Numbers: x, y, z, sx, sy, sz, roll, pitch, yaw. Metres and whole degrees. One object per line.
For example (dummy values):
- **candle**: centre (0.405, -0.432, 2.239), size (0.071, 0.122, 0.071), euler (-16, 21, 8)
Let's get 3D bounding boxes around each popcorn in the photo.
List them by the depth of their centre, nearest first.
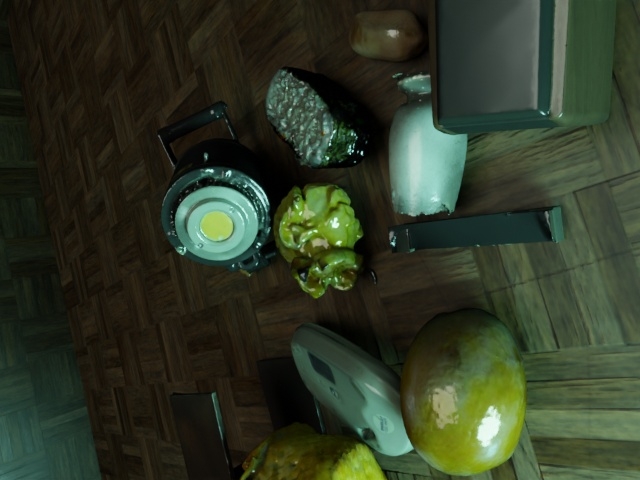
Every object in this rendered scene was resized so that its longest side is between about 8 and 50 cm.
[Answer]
- **popcorn**: centre (0.006, -0.008, 0.830), size (0.168, 0.174, 0.195), euler (-48, 51, 15)

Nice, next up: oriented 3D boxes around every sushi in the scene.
- **sushi**: centre (0.000, -0.215, 0.804), size (0.225, 0.127, 0.124), euler (52, 131, 36)

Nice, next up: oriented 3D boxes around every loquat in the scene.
- **loquat**: centre (0.198, 0.206, 0.641), size (0.179, 0.179, 0.227), euler (10, 96, 44)

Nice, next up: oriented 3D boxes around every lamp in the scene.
- **lamp**: centre (-0.206, -0.089, 0.915), size (0.272, 0.205, 0.373), euler (-106, -9, -81)

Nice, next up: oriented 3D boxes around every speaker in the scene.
- **speaker**: centre (0.231, -0.243, 0.523), size (0.153, 0.193, 0.230), euler (7, 106, 44)

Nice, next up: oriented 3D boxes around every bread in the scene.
- **bread**: centre (0.010, 0.495, 0.767), size (0.204, 0.336, 0.358), euler (-23, 109, 30)

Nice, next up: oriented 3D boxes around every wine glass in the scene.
- **wine glass**: centre (0.155, -0.137, 0.668), size (0.111, 0.111, 0.204), euler (7, 97, 45)

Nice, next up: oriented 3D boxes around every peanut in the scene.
- **peanut**: centre (0.102, -0.324, 0.724), size (0.152, 0.076, 0.076), euler (25, 114, 38)

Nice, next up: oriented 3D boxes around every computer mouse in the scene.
- **computer mouse**: centre (0.058, 0.259, 0.846), size (0.331, 0.095, 0.197), euler (20, 127, 54)

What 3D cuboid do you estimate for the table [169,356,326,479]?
- **table**: centre (-0.142, 0.420, 0.969), size (0.196, 0.251, 0.281), euler (-20, 83, 46)

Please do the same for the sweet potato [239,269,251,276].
- **sweet potato**: centre (-0.212, 0.014, 1.118), size (0.194, 0.056, 0.056), euler (58, 132, 30)

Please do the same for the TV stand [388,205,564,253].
- **TV stand**: centre (0.216, -0.012, 0.678), size (0.257, 0.040, 0.048), euler (-5, 93, 46)
